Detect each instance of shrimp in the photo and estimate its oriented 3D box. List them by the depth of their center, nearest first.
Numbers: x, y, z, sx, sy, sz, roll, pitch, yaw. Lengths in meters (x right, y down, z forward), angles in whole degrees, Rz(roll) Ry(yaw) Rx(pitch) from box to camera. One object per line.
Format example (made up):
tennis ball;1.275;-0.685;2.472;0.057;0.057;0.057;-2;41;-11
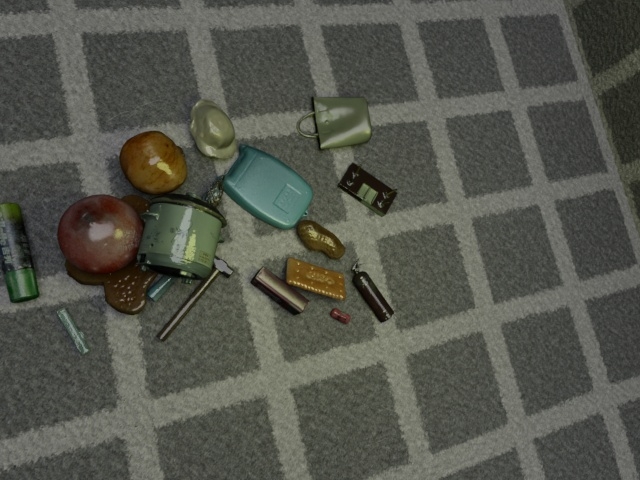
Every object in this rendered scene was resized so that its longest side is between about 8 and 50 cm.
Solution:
shrimp;-0.409;-0.172;1.876;0.079;0.090;0.233;24;90;6

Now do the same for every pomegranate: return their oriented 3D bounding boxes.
pomegranate;-0.601;-0.281;1.780;0.247;0.248;0.249;3;78;-16

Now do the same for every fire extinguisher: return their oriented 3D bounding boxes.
fire extinguisher;0.207;0.202;2.004;0.089;0.072;0.268;-35;90;-12

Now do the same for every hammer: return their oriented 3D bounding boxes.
hammer;-0.473;0.216;1.811;0.111;0.043;0.365;39;72;-6
hammer;0.081;0.302;1.962;0.083;0.043;0.043;29;72;-8

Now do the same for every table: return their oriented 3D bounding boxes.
table;0.211;-0.224;2.073;0.240;0.111;0.122;33;72;-8

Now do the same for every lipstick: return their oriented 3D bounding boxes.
lipstick;-0.565;0.150;1.791;0.048;0.048;0.158;42;70;-5

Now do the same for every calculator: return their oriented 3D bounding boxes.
calculator;-0.208;-0.212;1.974;0.386;0.054;0.256;35;71;-9

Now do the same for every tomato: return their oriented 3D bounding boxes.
tomato;-0.727;-0.024;1.617;0.269;0.227;0.271;2;69;-5

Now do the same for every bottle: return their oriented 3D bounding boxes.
bottle;-1.029;0.041;1.647;0.093;0.093;0.331;-15;83;-19

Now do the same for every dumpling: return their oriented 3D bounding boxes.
dumpling;-0.425;-0.433;1.912;0.162;0.132;0.250;-31;99;-27

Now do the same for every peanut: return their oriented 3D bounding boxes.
peanut;0.000;0.000;1.974;0.225;0.095;0.108;31;87;-13

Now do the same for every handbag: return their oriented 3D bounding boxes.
handbag;0.057;-0.508;2.091;0.314;0.109;0.242;-6;80;-14

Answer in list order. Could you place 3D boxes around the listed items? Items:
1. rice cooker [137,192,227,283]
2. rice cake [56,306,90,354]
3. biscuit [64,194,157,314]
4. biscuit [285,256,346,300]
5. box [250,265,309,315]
rice cooker;-0.465;-0.019;1.638;0.316;0.264;0.317;6;80;-39
rice cake;-0.846;0.310;1.681;0.042;0.030;0.180;-30;90;-22
biscuit;-0.654;0.054;1.761;0.368;0.076;0.394;35;69;3
biscuit;-0.016;0.148;1.921;0.249;0.030;0.160;19;33;-13
box;-0.157;0.196;1.871;0.224;0.120;0.069;38;67;-5
